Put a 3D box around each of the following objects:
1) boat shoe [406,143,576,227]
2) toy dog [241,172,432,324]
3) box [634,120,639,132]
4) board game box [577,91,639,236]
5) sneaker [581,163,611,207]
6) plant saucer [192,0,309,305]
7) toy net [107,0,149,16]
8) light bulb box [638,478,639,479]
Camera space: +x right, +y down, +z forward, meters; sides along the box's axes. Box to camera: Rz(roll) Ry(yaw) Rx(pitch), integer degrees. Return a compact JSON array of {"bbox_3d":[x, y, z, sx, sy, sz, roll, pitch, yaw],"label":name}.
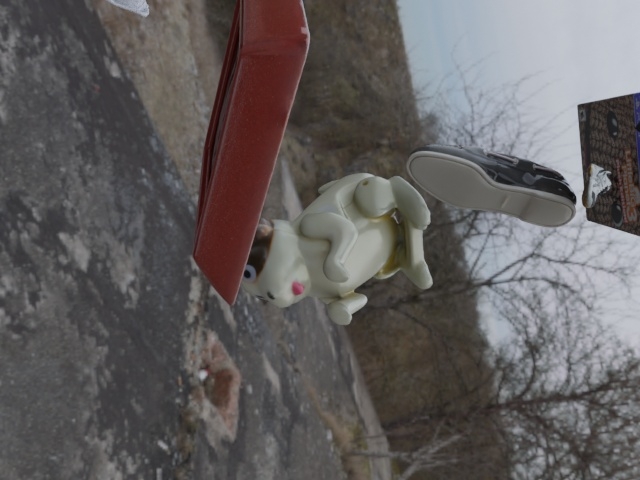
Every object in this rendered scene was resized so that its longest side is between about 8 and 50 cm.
[{"bbox_3d":[0.316,-0.115,1.257,0.112,0.335,0.096,117,-12,-48],"label":"boat shoe"},{"bbox_3d":[0.000,0.000,1.531,0.395,0.407,0.285,57,-17,35],"label":"toy dog"},{"bbox_3d":[0.337,-0.117,0.610,0.067,0.018,0.083,56,-47,40],"label":"box"},{"bbox_3d":[0.566,-0.137,1.154,0.291,0.141,0.232,-71,154,-83],"label":"board game box"},{"bbox_3d":[0.396,-0.077,0.960,0.032,0.037,0.083,98,15,-53],"label":"sneaker"},{"bbox_3d":[-0.075,-0.117,0.636,0.259,0.047,0.258,-97,-157,-54],"label":"plant saucer"},{"bbox_3d":[-0.317,-0.373,0.862,0.232,0.045,0.122,37,34,-11],"label":"toy net"},{"bbox_3d":[0.587,0.421,0.827,0.361,0.358,0.225,-57,-175,9],"label":"light bulb box"}]
